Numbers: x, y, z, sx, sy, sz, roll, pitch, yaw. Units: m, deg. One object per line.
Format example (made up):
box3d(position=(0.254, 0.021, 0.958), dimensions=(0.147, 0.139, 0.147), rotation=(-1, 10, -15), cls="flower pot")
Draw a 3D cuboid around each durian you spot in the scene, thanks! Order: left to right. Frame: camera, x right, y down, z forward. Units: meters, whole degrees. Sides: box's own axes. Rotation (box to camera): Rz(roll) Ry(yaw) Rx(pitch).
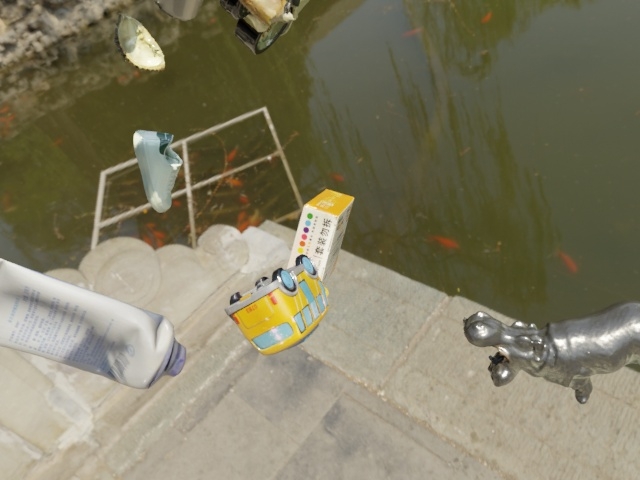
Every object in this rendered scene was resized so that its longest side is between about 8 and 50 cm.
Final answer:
box3d(position=(-0.369, -0.387, 1.007), dimensions=(0.066, 0.130, 0.052), rotation=(-18, 35, 31), cls="durian")

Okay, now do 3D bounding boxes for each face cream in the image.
box3d(position=(-0.479, 0.190, 1.018), dimensions=(0.235, 0.419, 0.137), rotation=(-54, 25, 29), cls="face cream")

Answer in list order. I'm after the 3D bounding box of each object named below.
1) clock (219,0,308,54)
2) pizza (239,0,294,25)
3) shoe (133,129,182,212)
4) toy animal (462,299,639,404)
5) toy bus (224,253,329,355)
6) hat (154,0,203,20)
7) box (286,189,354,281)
box3d(position=(-0.122, -0.618, 1.252), dimensions=(0.276, 0.120, 0.379), rotation=(-49, 5, 0), cls="clock")
box3d(position=(-0.033, -0.339, 0.521), dimensions=(0.195, 0.185, 0.052), rotation=(-23, 30, 18), cls="pizza")
box3d(position=(-0.437, -0.188, 1.407), dimensions=(0.110, 0.265, 0.095), rotation=(-5, 45, -1), cls="shoe")
box3d(position=(0.425, 0.197, 0.882), dimensions=(0.342, 0.169, 0.106), rotation=(-6, 18, 3), cls="toy animal")
box3d(position=(-0.064, 0.119, 0.921), dimensions=(0.126, 0.136, 0.209), rotation=(-30, 1, 23), cls="toy bus")
box3d(position=(-0.228, -0.549, 0.947), dimensions=(0.161, 0.275, 0.232), rotation=(36, 40, 5), cls="hat")
box3d(position=(0.000, 0.000, 1.233), dimensions=(0.091, 0.221, 0.274), rotation=(18, 18, 7), cls="box")
